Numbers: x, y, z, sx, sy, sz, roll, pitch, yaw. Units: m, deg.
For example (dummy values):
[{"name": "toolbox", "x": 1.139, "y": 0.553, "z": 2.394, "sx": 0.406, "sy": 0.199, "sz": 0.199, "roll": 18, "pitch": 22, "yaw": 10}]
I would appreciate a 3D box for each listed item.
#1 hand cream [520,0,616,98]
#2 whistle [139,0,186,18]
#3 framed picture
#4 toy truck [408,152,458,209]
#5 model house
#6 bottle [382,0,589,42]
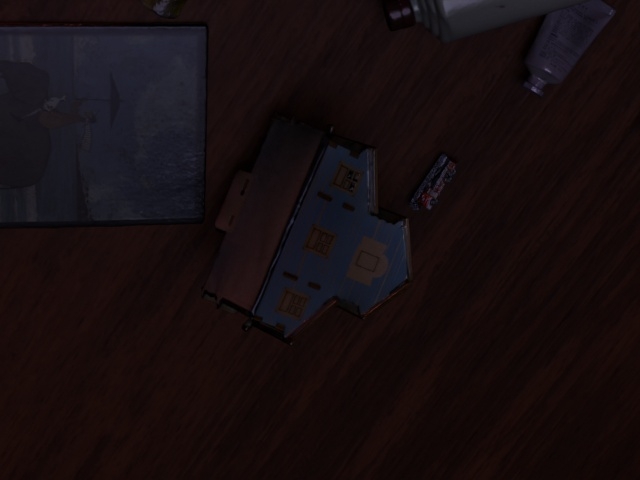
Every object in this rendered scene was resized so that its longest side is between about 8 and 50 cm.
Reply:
[{"name": "hand cream", "x": 0.294, "y": -0.242, "z": 1.735, "sx": 0.084, "sy": 0.053, "sz": 0.142, "roll": 29, "pitch": 92, "yaw": -22}, {"name": "whistle", "x": -0.097, "y": -0.387, "z": 1.561, "sx": 0.068, "sy": 0.057, "sz": 0.326, "roll": 35, "pitch": 112, "yaw": -9}, {"name": "framed picture", "x": -0.307, "y": -0.135, "z": 1.693, "sx": 0.347, "sy": 0.016, "sz": 0.265, "roll": -1, "pitch": 115, "yaw": -11}, {"name": "toy truck", "x": 0.145, "y": -0.071, "z": 1.799, "sx": 0.032, "sy": 0.024, "sz": 0.083, "roll": 31, "pitch": 106, "yaw": 1}, {"name": "model house", "x": 0.000, "y": 0.000, "z": 1.726, "sx": 0.206, "sy": 0.178, "sz": 0.271, "roll": 22, "pitch": 88, "yaw": -35}, {"name": "bottle", "x": 0.192, "y": -0.296, "z": 1.652, "sx": 0.245, "sy": 0.104, "sz": 0.104, "roll": -16, "pitch": 118, "yaw": -2}]
